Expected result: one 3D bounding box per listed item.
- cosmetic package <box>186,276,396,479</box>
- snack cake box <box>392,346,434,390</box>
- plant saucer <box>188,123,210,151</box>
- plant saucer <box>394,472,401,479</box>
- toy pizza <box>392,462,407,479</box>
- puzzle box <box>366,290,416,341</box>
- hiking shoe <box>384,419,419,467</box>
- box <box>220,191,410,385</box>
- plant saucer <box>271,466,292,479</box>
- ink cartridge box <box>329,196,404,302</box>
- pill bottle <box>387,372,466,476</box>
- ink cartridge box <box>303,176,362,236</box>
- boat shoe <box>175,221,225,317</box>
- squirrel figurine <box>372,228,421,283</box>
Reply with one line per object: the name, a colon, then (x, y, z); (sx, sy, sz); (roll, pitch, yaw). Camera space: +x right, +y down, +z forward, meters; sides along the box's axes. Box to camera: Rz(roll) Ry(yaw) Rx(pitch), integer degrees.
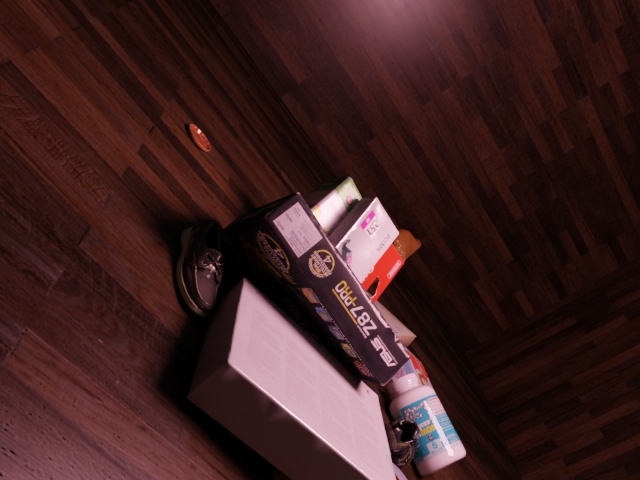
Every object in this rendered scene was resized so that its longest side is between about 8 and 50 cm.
cosmetic package: (-0.036, 0.267, 0.963); (0.377, 0.097, 0.284); (44, 15, -16)
snack cake box: (0.318, 0.505, 1.873); (0.152, 0.089, 0.264); (44, 18, -40)
plant saucer: (-0.321, -0.269, 1.482); (0.083, 0.013, 0.083); (54, 13, -18)
plant saucer: (0.123, 0.533, 1.139); (0.168, 0.029, 0.168); (34, 31, -23)
toy pizza: (0.167, 0.585, 1.244); (0.201, 0.032, 0.201); (48, 19, -22)
puzzle box: (0.150, 0.229, 1.799); (0.272, 0.052, 0.409); (43, 7, 23)
hiking shoe: (0.206, 0.503, 1.402); (0.227, 0.114, 0.086); (40, 22, -53)
box: (-0.026, 0.103, 1.165); (0.395, 0.097, 0.318); (55, -22, -12)
plant saucer: (0.004, 0.427, 0.988); (0.188, 0.045, 0.188); (57, 13, -3)
ink cartridge box: (0.101, 0.070, 1.385); (0.060, 0.275, 0.239); (6, -40, 52)
pill bottle: (0.292, 0.520, 1.611); (0.146, 0.146, 0.264); (34, 27, -61)
ink cartridge box: (0.000, 0.000, 1.416); (0.117, 0.278, 0.201); (2, -52, 54)
boat shoe: (-0.212, 0.040, 1.027); (0.080, 0.073, 0.224); (47, 16, -37)
squirrel figurine: (0.186, -0.036, 2.271); (0.370, 0.281, 0.397); (52, 10, 4)
